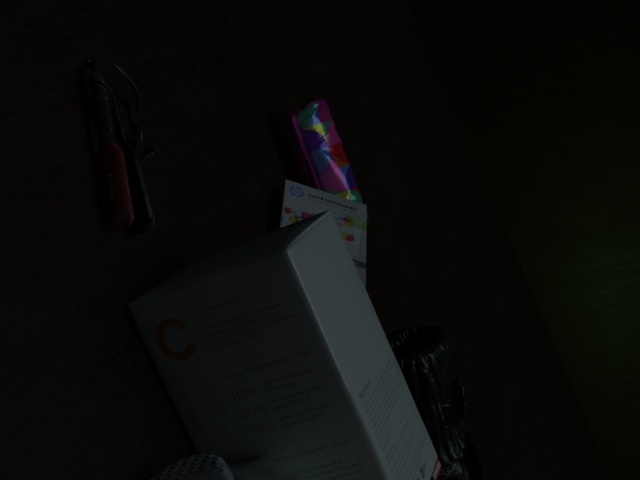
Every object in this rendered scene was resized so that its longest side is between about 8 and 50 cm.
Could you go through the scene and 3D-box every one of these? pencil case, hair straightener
[{"bbox_3d":[0.004,-0.118,1.509,0.104,0.104,0.236,-18,87,-67],"label":"pencil case"},{"bbox_3d":[-0.236,-0.115,1.053,0.089,0.047,0.230,14,55,-63],"label":"hair straightener"}]

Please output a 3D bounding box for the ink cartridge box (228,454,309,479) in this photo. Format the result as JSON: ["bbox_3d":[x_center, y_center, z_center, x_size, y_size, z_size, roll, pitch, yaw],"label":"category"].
[{"bbox_3d":[-0.011,0.374,0.874,0.060,0.239,0.275,-12,97,-27],"label":"ink cartridge box"}]

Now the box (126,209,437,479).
[{"bbox_3d":[-0.035,0.172,1.042,0.345,0.215,0.168,67,23,-9],"label":"box"}]

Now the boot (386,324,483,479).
[{"bbox_3d":[0.160,0.256,1.388,0.348,0.131,0.260,-165,-124,-85],"label":"boot"}]

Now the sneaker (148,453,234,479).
[{"bbox_3d":[-0.105,0.393,0.828,0.366,0.137,0.210,-98,170,-52],"label":"sneaker"}]

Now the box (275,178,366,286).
[{"bbox_3d":[0.000,0.000,1.378,0.145,0.038,0.186,17,44,-13],"label":"box"}]

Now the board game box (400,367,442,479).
[{"bbox_3d":[0.041,0.264,1.163,0.147,0.193,0.045,67,23,-7],"label":"board game box"}]
